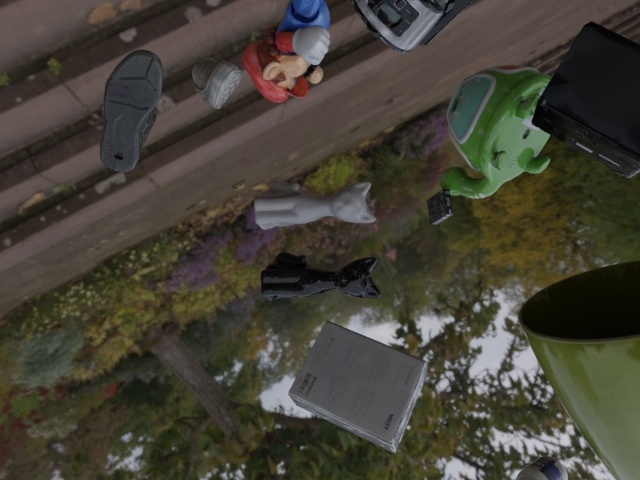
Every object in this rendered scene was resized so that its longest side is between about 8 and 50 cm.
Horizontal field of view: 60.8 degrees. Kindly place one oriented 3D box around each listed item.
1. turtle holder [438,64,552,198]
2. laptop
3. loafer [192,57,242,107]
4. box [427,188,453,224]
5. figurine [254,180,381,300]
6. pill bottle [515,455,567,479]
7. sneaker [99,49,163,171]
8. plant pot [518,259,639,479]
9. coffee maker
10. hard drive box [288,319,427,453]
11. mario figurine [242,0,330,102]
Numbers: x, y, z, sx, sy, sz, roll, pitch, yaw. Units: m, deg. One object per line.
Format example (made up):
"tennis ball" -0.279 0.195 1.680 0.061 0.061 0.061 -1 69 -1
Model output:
"turtle holder" 0.422 -0.260 1.304 0.243 0.321 0.227 -24 -134 -25
"laptop" 0.549 -0.252 1.035 0.137 0.234 0.264 -56 164 7
"loafer" -0.270 -0.397 1.356 0.112 0.111 0.319 -53 -164 -5
"box" 0.297 -0.083 1.359 0.018 0.067 0.083 1 163 -19
"figurine" 0.000 0.000 0.957 0.209 0.215 0.092 -1 -171 22
"pill bottle" 0.402 0.447 1.005 0.120 0.067 0.067 -1 162 -46
"sneaker" -0.325 -0.243 0.947 0.130 0.087 0.228 -98 -153 -46
"plant pot" 0.457 0.211 0.761 0.274 0.294 0.275 -20 -173 3
"coffee maker" 0.130 -0.269 0.486 0.171 0.120 0.178 -31 -179 -41
"hard drive box" 0.080 0.297 1.127 0.181 0.232 0.089 -59 155 -24
"mario figurine" -0.012 -0.366 0.976 0.198 0.170 0.320 -27 166 -38
